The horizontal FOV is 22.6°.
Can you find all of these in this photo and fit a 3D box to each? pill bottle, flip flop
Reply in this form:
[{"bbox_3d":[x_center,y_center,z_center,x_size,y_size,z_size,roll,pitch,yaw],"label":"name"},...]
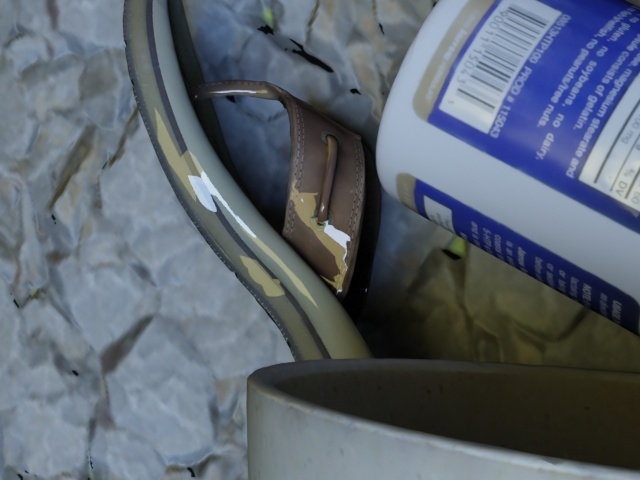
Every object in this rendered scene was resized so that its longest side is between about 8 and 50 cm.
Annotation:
[{"bbox_3d":[0.126,-0.024,0.607,0.186,0.112,0.112,31,109,21],"label":"pill bottle"},{"bbox_3d":[0.000,0.000,0.688,0.080,0.112,0.277,-33,77,0],"label":"flip flop"}]

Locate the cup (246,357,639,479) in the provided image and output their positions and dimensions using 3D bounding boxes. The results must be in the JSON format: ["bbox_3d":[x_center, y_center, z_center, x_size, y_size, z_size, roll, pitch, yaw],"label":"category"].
[{"bbox_3d":[0.133,0.171,0.487,0.331,0.331,0.237,5,91,27],"label":"cup"}]
